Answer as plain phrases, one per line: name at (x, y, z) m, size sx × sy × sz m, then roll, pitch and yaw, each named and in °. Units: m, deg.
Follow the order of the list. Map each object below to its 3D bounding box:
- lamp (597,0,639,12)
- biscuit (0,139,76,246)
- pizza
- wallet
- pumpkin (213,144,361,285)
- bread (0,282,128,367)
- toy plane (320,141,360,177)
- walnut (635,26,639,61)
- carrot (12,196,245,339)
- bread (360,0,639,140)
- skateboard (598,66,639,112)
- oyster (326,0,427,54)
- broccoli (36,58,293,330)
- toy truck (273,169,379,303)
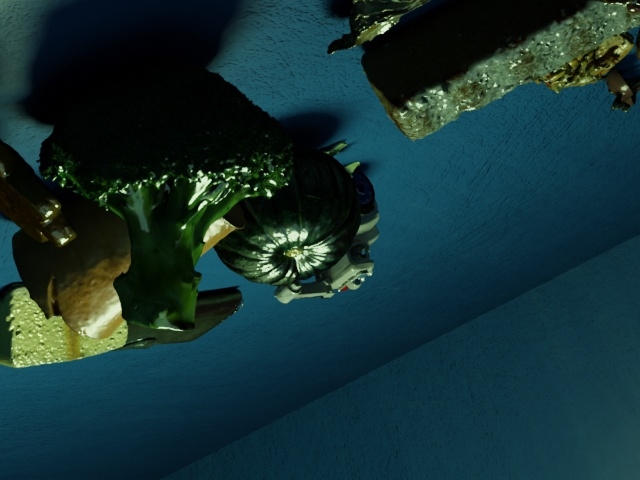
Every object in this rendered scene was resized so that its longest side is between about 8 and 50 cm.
lamp at (0.325, -0.337, 1.416) m, size 0.227 × 0.227 × 0.227 m, roll -21°, pitch 165°, yaw -6°
biscuit at (-0.338, -0.061, 1.511) m, size 0.039 × 0.180 × 0.236 m, roll -47°, pitch -172°, yaw -17°
pizza at (0.371, -0.264, 2.006) m, size 0.147 × 0.069 × 0.226 m, roll -29°, pitch 164°, yaw 28°
wallet at (-0.302, 0.151, 2.481) m, size 0.318 × 0.045 × 0.172 m, roll -4°, pitch 154°, yaw -47°
pumpkin at (-0.052, -0.035, 1.950) m, size 0.220 × 0.162 × 0.220 m, roll -9°, pitch 140°, yaw -8°
bread at (-0.446, 0.114, 2.184) m, size 0.178 × 0.135 × 0.240 m, roll 8°, pitch -170°, yaw 41°
toy plane at (0.004, -0.101, 2.048) m, size 0.111 × 0.040 × 0.102 m, roll 5°, pitch 114°, yaw -30°
walnut at (0.560, -0.304, 2.030) m, size 0.245 × 0.137 × 0.137 m, roll -17°, pitch 163°, yaw -24°
carrot at (-0.249, -0.014, 1.796) m, size 0.254 × 0.196 × 0.196 m, roll -38°, pitch 161°, yaw 16°
bread at (0.263, -0.269, 1.752) m, size 0.416 × 0.113 × 0.165 m, roll -27°, pitch 166°, yaw 11°
skateboard at (0.503, -0.256, 2.255) m, size 0.080 × 0.067 × 0.151 m, roll -40°, pitch 165°, yaw 20°
oyster at (0.078, -0.271, 1.586) m, size 0.177 × 0.056 × 0.105 m, roll -34°, pitch 173°, yaw 36°
broccoli at (-0.180, -0.056, 1.543) m, size 0.297 × 0.297 × 0.297 m, roll 9°, pitch 180°, yaw 0°
toy truck at (0.000, 0.000, 2.156) m, size 0.213 × 0.177 × 0.161 m, roll -8°, pitch 157°, yaw -42°
